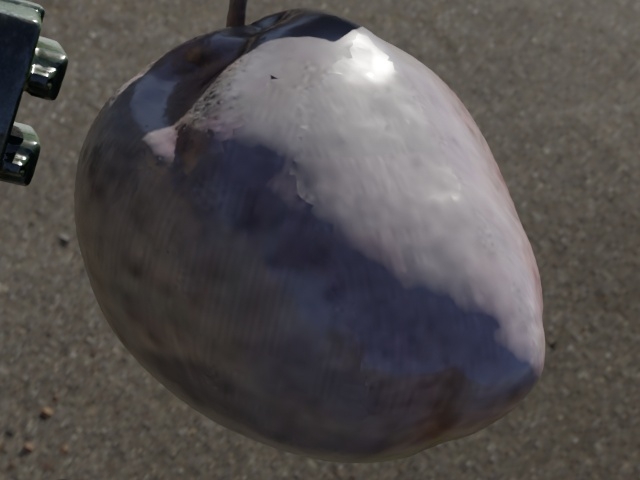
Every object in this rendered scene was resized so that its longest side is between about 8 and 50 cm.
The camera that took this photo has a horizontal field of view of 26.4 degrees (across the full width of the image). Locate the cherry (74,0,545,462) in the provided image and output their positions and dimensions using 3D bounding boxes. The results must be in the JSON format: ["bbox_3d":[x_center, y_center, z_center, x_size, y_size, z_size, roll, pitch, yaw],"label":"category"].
[{"bbox_3d":[-0.010,-0.001,0.963,0.326,0.291,0.335,19,34,-29],"label":"cherry"}]

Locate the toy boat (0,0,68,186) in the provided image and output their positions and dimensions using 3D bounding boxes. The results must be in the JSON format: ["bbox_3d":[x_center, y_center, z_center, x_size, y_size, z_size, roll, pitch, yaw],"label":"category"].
[{"bbox_3d":[-0.323,-0.117,0.843,0.320,0.141,0.092,14,17,-23],"label":"toy boat"}]

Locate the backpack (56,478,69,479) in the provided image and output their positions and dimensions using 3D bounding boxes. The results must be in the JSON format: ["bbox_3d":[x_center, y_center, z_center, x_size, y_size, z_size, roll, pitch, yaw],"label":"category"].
[{"bbox_3d":[-0.218,0.278,1.024,0.140,0.253,0.207,41,69,-27],"label":"backpack"}]
